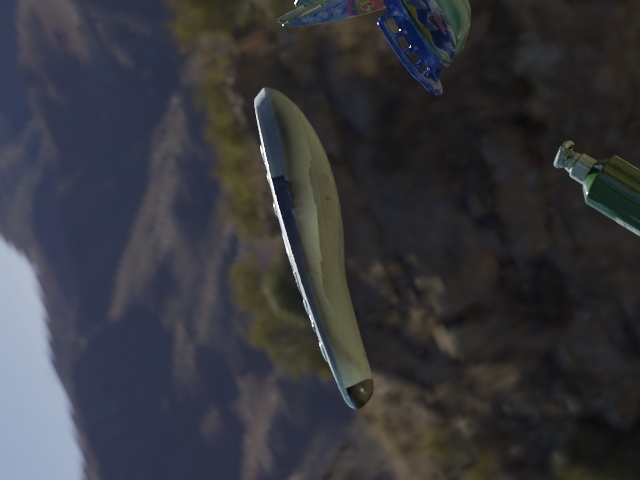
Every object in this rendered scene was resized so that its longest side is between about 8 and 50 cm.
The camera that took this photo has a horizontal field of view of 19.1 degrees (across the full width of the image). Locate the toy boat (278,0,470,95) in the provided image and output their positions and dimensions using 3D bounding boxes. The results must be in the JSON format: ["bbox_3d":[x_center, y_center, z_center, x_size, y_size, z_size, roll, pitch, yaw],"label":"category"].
[{"bbox_3d":[0.024,-0.152,1.124,0.175,0.110,0.091,58,-155,-30],"label":"toy boat"}]

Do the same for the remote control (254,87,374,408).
[{"bbox_3d":[-0.002,0.001,1.369,0.097,0.045,0.256,53,-159,-66],"label":"remote control"}]

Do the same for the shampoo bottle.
[{"bbox_3d":[0.332,-0.038,1.961,0.204,0.065,0.065,33,168,17],"label":"shampoo bottle"}]
